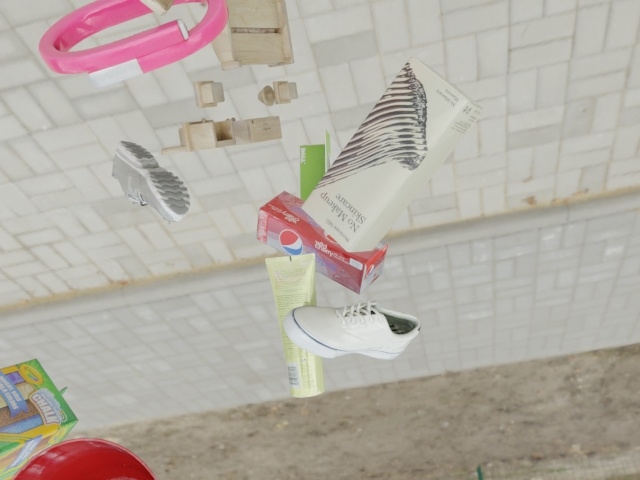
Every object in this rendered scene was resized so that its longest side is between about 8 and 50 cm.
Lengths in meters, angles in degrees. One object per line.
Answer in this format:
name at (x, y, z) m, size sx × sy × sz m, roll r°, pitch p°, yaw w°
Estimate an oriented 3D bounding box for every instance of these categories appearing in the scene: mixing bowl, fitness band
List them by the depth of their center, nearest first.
mixing bowl at (-0.216, 0.287, 0.656) m, size 0.181 × 0.182 × 0.098 m, roll -7°, pitch 164°, yaw 5°
fitness band at (-0.284, -0.326, 1.019) m, size 0.290 × 0.209 × 0.054 m, roll -19°, pitch 136°, yaw -2°

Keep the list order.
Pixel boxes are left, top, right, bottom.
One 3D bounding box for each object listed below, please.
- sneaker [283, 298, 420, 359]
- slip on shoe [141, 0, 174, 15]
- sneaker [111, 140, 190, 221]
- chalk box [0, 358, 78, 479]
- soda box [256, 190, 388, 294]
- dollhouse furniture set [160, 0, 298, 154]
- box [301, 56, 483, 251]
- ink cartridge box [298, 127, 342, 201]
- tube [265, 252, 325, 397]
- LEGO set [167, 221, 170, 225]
sneaker at (0.056, 0.132, 1.084) m, size 0.258 × 0.094 × 0.091 m, roll 11°, pitch 128°, yaw -41°
slip on shoe at (-0.260, -0.369, 0.933) m, size 0.041 × 0.051 × 0.135 m, roll -40°, pitch 134°, yaw 20°
sneaker at (-0.415, -0.124, 1.628) m, size 0.105 × 0.281 × 0.115 m, roll 3°, pitch 125°, yaw -50°
chalk box at (-0.479, 0.282, 1.029) m, size 0.132 × 0.132 × 0.213 m, roll -48°, pitch 162°, yaw 22°
soda box at (0.000, 0.000, 1.341) m, size 0.263 × 0.092 × 0.083 m, roll 28°, pitch 133°, yaw 24°
dollhouse furniture set at (-0.205, -0.358, 1.277) m, size 0.173 × 0.356 × 0.303 m, roll -2°, pitch -167°, yaw 31°
box at (0.102, -0.119, 0.978) m, size 0.275 × 0.113 × 0.094 m, roll -54°, pitch 159°, yaw 18°
ink cartridge box at (-0.006, -0.134, 1.534) m, size 0.097 × 0.189 × 0.255 m, roll -2°, pitch 172°, yaw 11°
tube at (-0.035, 0.144, 1.145) m, size 0.070 × 0.240 × 0.062 m, roll -9°, pitch -178°, yaw -22°
LEGO set at (-0.394, -0.076, 1.681) m, size 0.023 × 0.083 × 0.054 m, roll -28°, pitch -177°, yaw -16°
